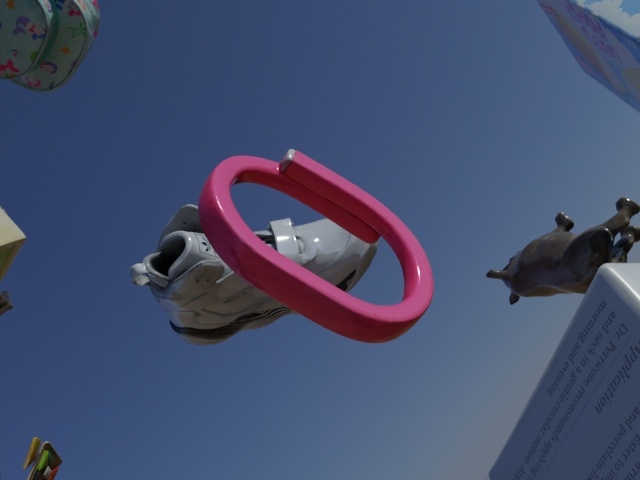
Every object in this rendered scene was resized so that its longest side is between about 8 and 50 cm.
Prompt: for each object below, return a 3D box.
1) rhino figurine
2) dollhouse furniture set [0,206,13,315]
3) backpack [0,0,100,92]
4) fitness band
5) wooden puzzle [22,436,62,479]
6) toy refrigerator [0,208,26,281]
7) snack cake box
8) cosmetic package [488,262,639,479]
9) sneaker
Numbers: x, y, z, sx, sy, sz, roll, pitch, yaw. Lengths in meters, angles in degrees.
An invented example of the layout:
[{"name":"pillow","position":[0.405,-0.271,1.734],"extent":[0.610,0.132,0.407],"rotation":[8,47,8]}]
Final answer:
[{"name":"rhino figurine","position":[0.277,0.025,0.999],"extent":[0.106,0.073,0.243],"rotation":[-50,10,-21]},{"name":"dollhouse furniture set","position":[-0.617,0.161,1.404],"extent":[0.355,0.174,0.303],"rotation":[-26,-42,-9]},{"name":"backpack","position":[-0.523,-0.384,1.463],"extent":[0.225,0.253,0.191],"rotation":[-51,23,23]},{"name":"fitness band","position":[0.000,0.000,0.959],"extent":[0.054,0.291,0.209],"rotation":[-53,12,35]},{"name":"wooden puzzle","position":[-0.411,0.346,1.253],"extent":[0.116,0.014,0.078],"rotation":[77,-155,-53]},{"name":"toy refrigerator","position":[-0.531,0.036,1.116],"extent":[0.102,0.094,0.269],"rotation":[-50,-11,28]},{"name":"snack cake box","position":[0.286,-0.189,0.745],"extent":[0.089,0.264,0.152],"rotation":[-40,-62,13]},{"name":"cosmetic package","position":[0.202,0.122,0.377],"extent":[0.151,0.184,0.151],"rotation":[1,-53,-24]},{"name":"sneaker","position":[-0.100,0.028,1.269],"extent":[0.366,0.137,0.210],"rotation":[-24,-36,9]}]
